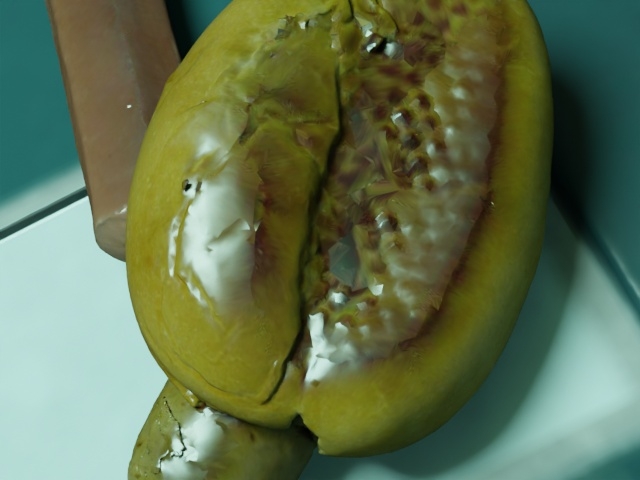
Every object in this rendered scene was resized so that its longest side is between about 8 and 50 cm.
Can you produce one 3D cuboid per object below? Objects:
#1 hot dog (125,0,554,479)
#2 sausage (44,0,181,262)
[{"bbox_3d":[0.002,0.000,0.361,0.090,0.060,0.140,12,64,-6],"label":"hot dog"},{"bbox_3d":[-0.054,-0.054,0.426,0.030,0.035,0.147,-10,58,-11],"label":"sausage"}]
